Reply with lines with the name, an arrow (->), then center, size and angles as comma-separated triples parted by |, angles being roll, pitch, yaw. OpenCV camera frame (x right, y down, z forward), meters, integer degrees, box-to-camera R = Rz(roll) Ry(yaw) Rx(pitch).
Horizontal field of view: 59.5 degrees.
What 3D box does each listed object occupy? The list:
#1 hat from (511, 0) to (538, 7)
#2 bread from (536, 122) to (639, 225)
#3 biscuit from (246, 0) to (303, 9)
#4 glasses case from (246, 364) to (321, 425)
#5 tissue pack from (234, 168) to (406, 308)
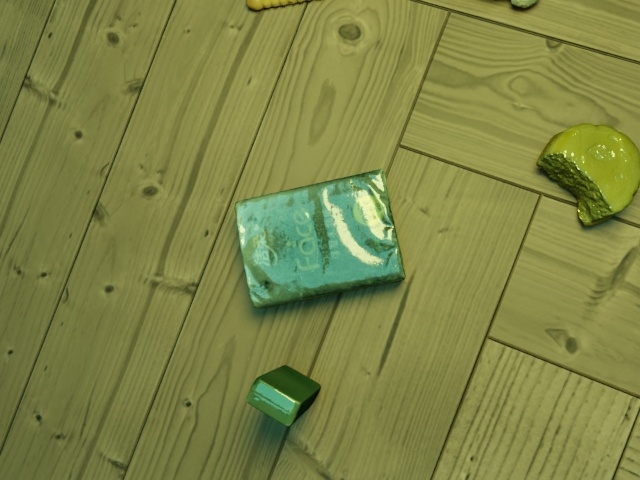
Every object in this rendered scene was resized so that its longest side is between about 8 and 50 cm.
hat -> 0.293, -0.443, 0.913 | 0.162, 0.093, 0.112 | 37, 104, 6
bread -> 0.425, -0.113, 0.864 | 0.125, 0.086, 0.156 | -37, 83, -4
biscuit -> -0.070, -0.550, 1.018 | 0.160, 0.030, 0.250 | -5, 85, 10
glasses case -> -0.053, 0.238, 0.875 | 0.078, 0.184, 0.039 | 28, 89, 12
tissue pack -> 0.000, 0.000, 0.937 | 0.257, 0.081, 0.185 | -12, 83, 8
